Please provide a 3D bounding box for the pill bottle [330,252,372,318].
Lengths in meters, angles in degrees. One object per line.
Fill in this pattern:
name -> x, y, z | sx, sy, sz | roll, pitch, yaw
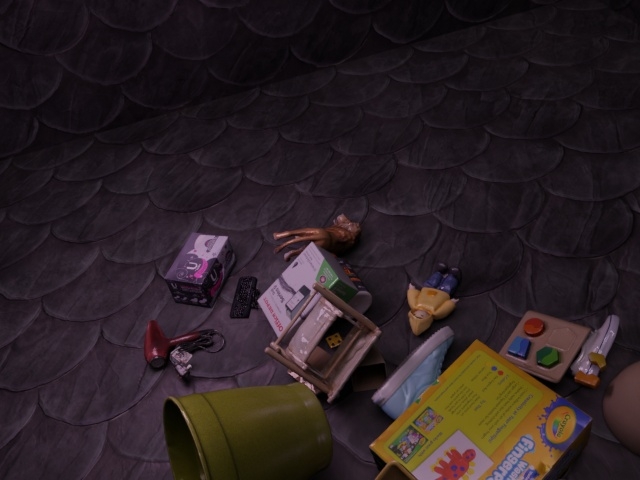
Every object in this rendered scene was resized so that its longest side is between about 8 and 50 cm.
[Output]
pill bottle -> 0.070, 0.149, 2.088 | 0.130, 0.130, 0.246 | -24, 45, -12

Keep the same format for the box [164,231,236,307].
box -> -0.442, 0.105, 2.230 | 0.163, 0.142, 0.247 | 6, 47, 18

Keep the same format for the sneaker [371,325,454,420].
sneaker -> 0.313, 0.412, 1.804 | 0.366, 0.135, 0.150 | -38, 79, -30

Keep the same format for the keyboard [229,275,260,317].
keyboard -> -0.271, 0.197, 2.177 | 0.100, 0.038, 0.192 | -2, 46, 9

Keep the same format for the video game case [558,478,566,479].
video game case -> 0.619, 0.698, 1.502 | 0.173, 0.022, 0.190 | 4, 46, 16

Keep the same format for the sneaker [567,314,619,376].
sneaker -> 0.823, 0.313, 1.794 | 0.091, 0.094, 0.258 | 24, 54, 28

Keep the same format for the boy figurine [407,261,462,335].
boy figurine -> 0.367, 0.197, 2.010 | 0.177, 0.092, 0.285 | 23, 51, 27

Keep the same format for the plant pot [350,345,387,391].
plant pot -> 0.147, 0.391, 1.855 | 0.109, 0.109, 0.096 | -8, 33, 4

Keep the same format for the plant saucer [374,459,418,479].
plant saucer -> 0.217, 0.720, 1.376 | 0.332, 0.333, 0.081 | 40, 20, 22

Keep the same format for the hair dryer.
hair dryer -> -0.498, 0.360, 2.056 | 0.293, 0.080, 0.223 | 23, 38, 24

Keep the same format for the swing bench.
swing bench -> 0.014, 0.297, 1.777 | 0.254, 0.165, 0.253 | 37, 89, 3

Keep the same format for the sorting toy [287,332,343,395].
sorting toy -> -0.006, 0.413, 1.899 | 0.132, 0.046, 0.274 | 29, 58, 34

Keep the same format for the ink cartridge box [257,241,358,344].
ink cartridge box -> -0.046, 0.186, 1.988 | 0.289, 0.121, 0.211 | -47, 45, 10

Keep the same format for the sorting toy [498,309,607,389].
sorting toy -> 0.702, 0.320, 1.775 | 0.229, 0.041, 0.307 | -45, 35, -23

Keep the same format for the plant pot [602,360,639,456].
plant pot -> 0.923, 0.424, 1.594 | 0.284, 0.191, 0.284 | -6, 45, 6

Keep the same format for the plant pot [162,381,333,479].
plant pot -> -0.171, 0.525, 1.515 | 0.353, 0.366, 0.366 | -11, 41, -28

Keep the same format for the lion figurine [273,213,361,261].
lion figurine -> 0.000, 0.000, 2.159 | 0.240, 0.142, 0.392 | -10, 6, 18

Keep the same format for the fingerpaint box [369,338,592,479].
fingerpaint box -> 0.421, 0.544, 1.581 | 0.445, 0.163, 0.371 | -39, 49, -20
